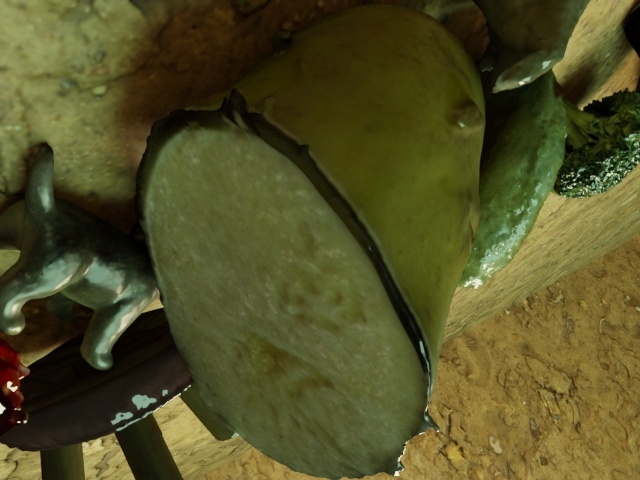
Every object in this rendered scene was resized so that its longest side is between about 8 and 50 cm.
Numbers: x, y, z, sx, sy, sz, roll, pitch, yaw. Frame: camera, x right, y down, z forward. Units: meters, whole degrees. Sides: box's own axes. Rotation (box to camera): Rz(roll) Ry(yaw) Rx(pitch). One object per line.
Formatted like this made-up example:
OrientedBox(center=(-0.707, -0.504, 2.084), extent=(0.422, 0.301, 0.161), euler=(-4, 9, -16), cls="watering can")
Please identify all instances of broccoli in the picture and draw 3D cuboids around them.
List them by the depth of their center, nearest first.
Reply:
OrientedBox(center=(0.437, -0.159, 0.935), extent=(0.198, 0.176, 0.226), euler=(-47, 150, -7), cls="broccoli")

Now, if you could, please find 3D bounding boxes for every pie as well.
OrientedBox(center=(0.172, -0.090, 0.651), extent=(0.070, 0.323, 0.323), euler=(23, 136, -11), cls="pie")

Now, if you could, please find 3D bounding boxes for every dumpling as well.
OrientedBox(center=(0.205, -0.266, 0.504), extent=(0.332, 0.086, 0.166), euler=(-52, -155, -12), cls="dumpling")

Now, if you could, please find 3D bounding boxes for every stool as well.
OrientedBox(center=(-0.232, 0.206, 0.681), extent=(0.272, 0.179, 0.272), euler=(-19, -169, 4), cls="stool")

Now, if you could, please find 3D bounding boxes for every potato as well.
OrientedBox(center=(0.036, -0.006, 0.531), extent=(0.296, 0.290, 0.397), euler=(-42, 134, -39), cls="potato")

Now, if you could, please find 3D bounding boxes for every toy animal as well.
OrientedBox(center=(-0.214, 0.024, 0.554), extent=(0.169, 0.121, 0.233), euler=(-51, 146, 5), cls="toy animal")

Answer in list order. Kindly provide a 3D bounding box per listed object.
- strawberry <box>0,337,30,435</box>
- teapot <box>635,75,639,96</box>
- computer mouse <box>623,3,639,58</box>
OrientedBox(center=(-0.357, 0.053, 0.393), extent=(0.233, 0.138, 0.306), euler=(-7, 138, 8), cls="strawberry")
OrientedBox(center=(0.712, -0.278, 1.035), extent=(0.315, 0.233, 0.312), euler=(-65, 159, 7), cls="teapot")
OrientedBox(center=(0.543, -0.297, 0.840), extent=(0.137, 0.096, 0.233), euler=(-27, 133, 27), cls="computer mouse")
